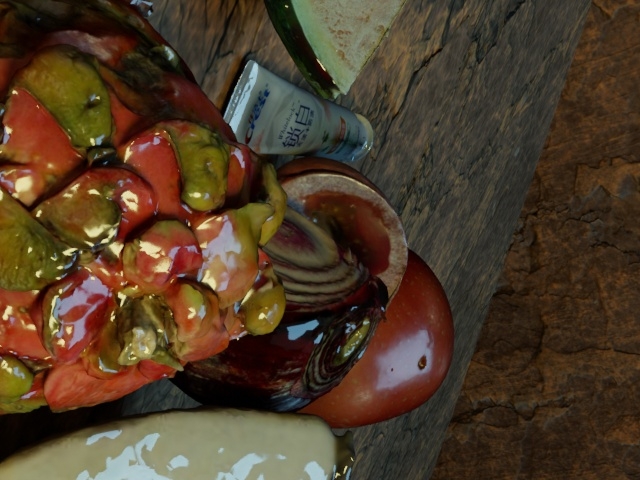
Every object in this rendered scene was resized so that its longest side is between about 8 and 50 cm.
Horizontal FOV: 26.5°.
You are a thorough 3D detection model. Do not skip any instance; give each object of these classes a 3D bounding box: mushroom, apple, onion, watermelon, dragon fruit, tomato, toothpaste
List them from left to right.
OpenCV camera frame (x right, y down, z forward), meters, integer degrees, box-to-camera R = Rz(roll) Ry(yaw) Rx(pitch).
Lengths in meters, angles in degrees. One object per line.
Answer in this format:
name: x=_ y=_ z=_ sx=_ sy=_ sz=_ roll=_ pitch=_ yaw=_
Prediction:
mushroom: x=-0.216 y=0.266 z=1.289 sx=0.397 sy=0.313 sz=0.224 roll=7 pitch=81 yaw=-39
dragon fruit: x=-0.147 y=-0.006 z=0.944 sx=0.296 sy=0.263 sz=0.314 roll=-41 pitch=152 yaw=-54
onion: x=-0.078 y=0.086 z=1.394 sx=0.207 sy=0.216 sz=0.206 roll=-29 pitch=148 yaw=-47
toothpaste: x=-0.027 y=-0.129 z=1.484 sx=0.100 sy=0.066 sz=0.323 roll=-65 pitch=158 yaw=9
tomato: x=0.000 y=0.000 z=1.533 sx=0.228 sy=0.199 sz=0.112 roll=-42 pitch=-162 yaw=28
apple: x=0.037 y=0.111 z=1.697 sx=0.260 sy=0.260 sz=0.216 roll=-37 pitch=125 yaw=-56
watermelon: x=0.032 y=-0.267 z=1.234 sx=0.305 sy=0.180 sz=0.224 roll=-59 pitch=152 yaw=-19
